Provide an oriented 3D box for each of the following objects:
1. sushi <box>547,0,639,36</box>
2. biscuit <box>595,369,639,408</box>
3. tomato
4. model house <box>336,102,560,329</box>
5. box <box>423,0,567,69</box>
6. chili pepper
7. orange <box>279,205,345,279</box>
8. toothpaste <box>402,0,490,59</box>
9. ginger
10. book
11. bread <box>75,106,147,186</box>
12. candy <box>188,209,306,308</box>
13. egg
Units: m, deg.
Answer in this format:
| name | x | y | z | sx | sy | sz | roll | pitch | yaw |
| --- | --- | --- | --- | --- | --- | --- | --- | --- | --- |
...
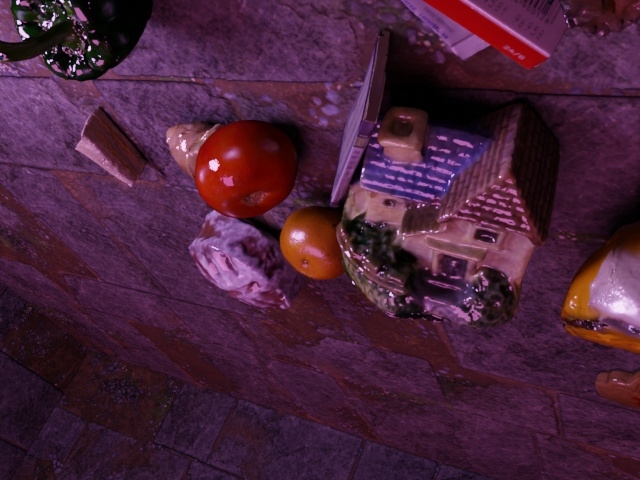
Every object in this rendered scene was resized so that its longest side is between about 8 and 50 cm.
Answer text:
| name | x | y | z | sx | sy | sz | roll | pitch | yaw |
| --- | --- | --- | --- | --- | --- | --- | --- | --- | --- |
| sushi | 0.245 | -0.308 | 0.523 | 0.225 | 0.218 | 0.238 | 1 | 135 | -31 |
| biscuit | 0.752 | 0.338 | 1.384 | 0.320 | 0.047 | 0.183 | 15 | 154 | 16 |
| tomato | -0.132 | -0.128 | 1.162 | 0.195 | 0.136 | 0.195 | -18 | 157 | -8 |
| model house | 0.178 | -0.050 | 0.947 | 0.321 | 0.261 | 0.266 | 14 | 149 | 11 |
| box | 0.163 | -0.290 | 0.676 | 0.229 | 0.123 | 0.050 | 29 | 175 | -8 |
| chili pepper | -0.353 | -0.308 | 0.933 | 0.174 | 0.261 | 0.165 | 5 | 142 | 26 |
| orange | 0.000 | 0.000 | 1.311 | 0.159 | 0.136 | 0.159 | 18 | 139 | 16 |
| toothpaste | 0.114 | -0.313 | 0.755 | 0.282 | 0.068 | 0.099 | 33 | 180 | -29 |
| ginger | -0.218 | -0.160 | 1.278 | 0.123 | 0.115 | 0.193 | 34 | 168 | 31 |
| book | 0.056 | -0.167 | 0.948 | 0.026 | 0.157 | 0.231 | 13 | 153 | -5 |
| bread | -0.437 | -0.196 | 1.399 | 0.152 | 0.077 | 0.105 | 33 | 153 | -18 |
| candy | -0.170 | 0.057 | 1.536 | 0.289 | 0.157 | 0.214 | 40 | 154 | -26 |
| egg | 0.519 | 0.076 | 0.939 | 0.337 | 0.201 | 0.337 | 16 | 177 | 1 |
